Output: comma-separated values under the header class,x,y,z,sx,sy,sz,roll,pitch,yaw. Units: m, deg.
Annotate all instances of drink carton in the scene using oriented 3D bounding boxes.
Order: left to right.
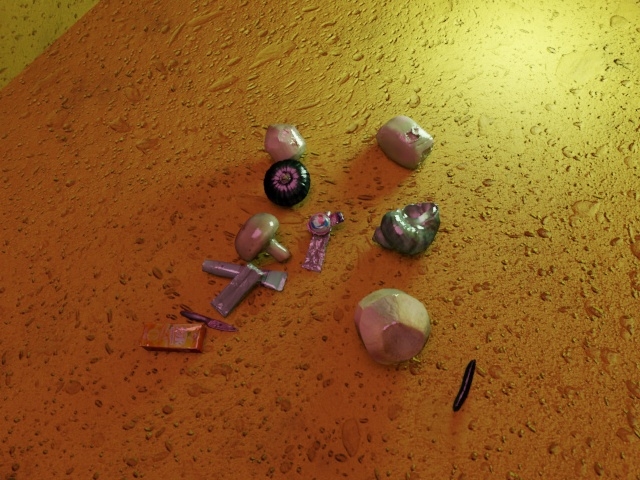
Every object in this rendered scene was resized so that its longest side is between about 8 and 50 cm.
class,x,y,z,sx,sy,sz,roll,pitch,yaw
drink carton,-0.542,0.359,1.797,0.222,0.071,0.096,1,63,7

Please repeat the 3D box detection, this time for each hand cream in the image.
class,x,y,z,sx,sy,sz,roll,pitch,yaw
hand cream,-0.296,0.131,1.891,0.331,0.058,0.085,12,52,8
hand cream,0.000,-0.002,1.916,0.084,0.050,0.257,15,69,12

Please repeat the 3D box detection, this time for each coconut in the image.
class,x,y,z,sx,sy,sz,roll,pitch,yaw
coconut,-0.155,-0.416,2.061,0.171,0.171,0.183,-43,110,-13
coconut,0.238,0.286,1.645,0.259,0.259,0.259,-3,63,7

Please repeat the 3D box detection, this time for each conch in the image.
class,x,y,z,sx,sy,sz,roll,pitch,yaw
conch,0.320,-0.043,1.828,0.277,0.195,0.220,-23,49,22

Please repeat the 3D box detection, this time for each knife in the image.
class,x,y,z,sx,sy,sz,roll,pitch,yaw
knife,-0.424,0.307,1.836,0.247,0.018,0.035,15,64,14

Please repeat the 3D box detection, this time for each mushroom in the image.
class,x,y,z,sx,sy,sz,roll,pitch,yaw
mushroom,-0.215,0.008,1.874,0.215,0.207,0.207,38,71,-12

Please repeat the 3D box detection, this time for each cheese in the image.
class,x,y,z,sx,sy,sz,roll,pitch,yaw
cheese,0.018,-0.071,1.894,0.145,0.038,0.095,-18,71,-3

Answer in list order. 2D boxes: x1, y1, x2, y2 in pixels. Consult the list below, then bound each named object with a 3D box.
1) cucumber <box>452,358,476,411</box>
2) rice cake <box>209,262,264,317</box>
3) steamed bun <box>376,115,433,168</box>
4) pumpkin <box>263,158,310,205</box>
class,x,y,z,sx,sy,sz,roll,pitch,yaw
cucumber,0.480,0.481,1.611,0.036,0.033,0.184,30,70,-6
rice cake,-0.313,0.184,1.835,0.085,0.040,0.226,43,93,10
steamed bun,0.349,-0.426,2.016,0.170,0.152,0.238,-40,68,-13
pumpkin,-0.138,-0.237,1.991,0.202,0.140,0.202,-2,79,10
